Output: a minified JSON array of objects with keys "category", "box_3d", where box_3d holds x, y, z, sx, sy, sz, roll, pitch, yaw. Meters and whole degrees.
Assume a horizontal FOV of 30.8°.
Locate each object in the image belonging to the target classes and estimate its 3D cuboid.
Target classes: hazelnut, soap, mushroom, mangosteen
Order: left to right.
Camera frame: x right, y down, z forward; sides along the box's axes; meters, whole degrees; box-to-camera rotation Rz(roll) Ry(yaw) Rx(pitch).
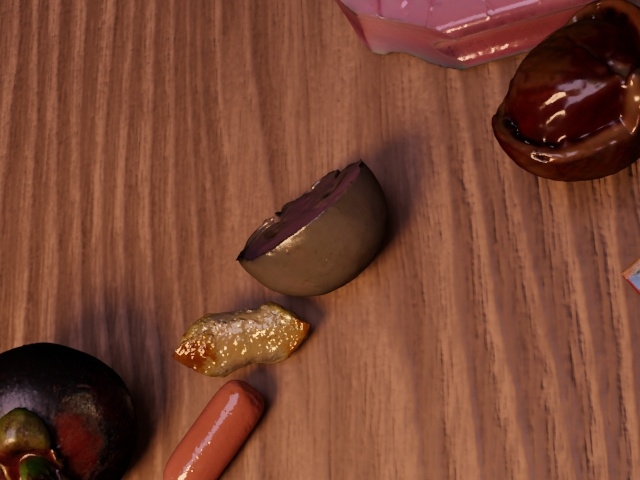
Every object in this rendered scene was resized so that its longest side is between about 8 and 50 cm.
[{"category":"mangosteen","box_3d":[-0.318,0.235,1.368,0.216,0.216,0.216,-9,70,24]},{"category":"mushroom","box_3d":[0.000,0.000,1.345,0.188,0.141,0.117,-30,96,20]},{"category":"soap","box_3d":[0.173,-0.309,1.362,0.324,0.109,0.192,-12,68,24]},{"category":"hazelnut","box_3d":[0.279,-0.158,1.227,0.170,0.160,0.201,18,93,31]}]

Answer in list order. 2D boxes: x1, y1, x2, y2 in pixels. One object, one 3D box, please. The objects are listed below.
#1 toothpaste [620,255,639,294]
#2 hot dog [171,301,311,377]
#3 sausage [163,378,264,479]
[{"category":"toothpaste","box_3d":[0.404,-0.003,1.180,0.193,0.044,0.070,-43,61,9]},{"category":"hot dog","box_3d":[-0.091,0.116,1.380,0.169,0.061,0.078,-9,101,3]},{"category":"sausage","box_3d":[-0.125,0.234,1.358,0.062,0.062,0.154,36,91,31]}]
